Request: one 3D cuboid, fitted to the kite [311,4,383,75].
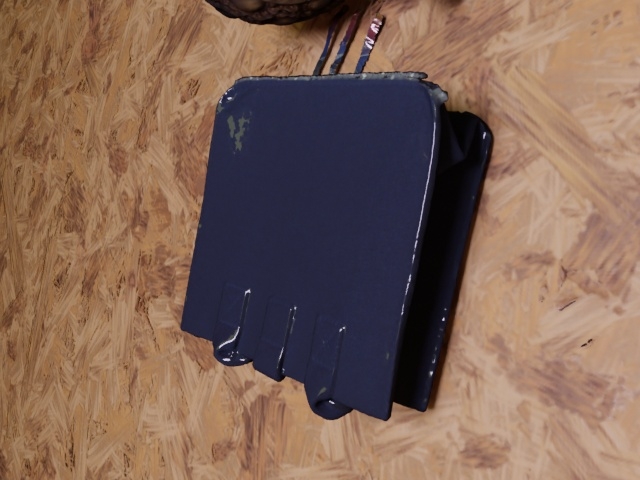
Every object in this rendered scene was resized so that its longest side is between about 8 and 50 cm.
[{"bbox_3d":[0.001,-0.169,0.758,0.141,0.015,0.245,37,108,40],"label":"kite"}]

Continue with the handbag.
[{"bbox_3d":[0.000,0.000,0.648,0.303,0.122,0.329,12,92,40],"label":"handbag"}]

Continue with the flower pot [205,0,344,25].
[{"bbox_3d":[0.013,-0.357,0.628,0.267,0.267,0.266,16,93,33],"label":"flower pot"}]
